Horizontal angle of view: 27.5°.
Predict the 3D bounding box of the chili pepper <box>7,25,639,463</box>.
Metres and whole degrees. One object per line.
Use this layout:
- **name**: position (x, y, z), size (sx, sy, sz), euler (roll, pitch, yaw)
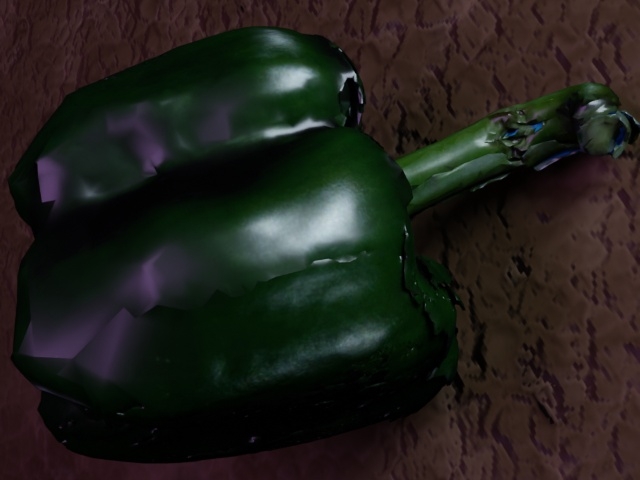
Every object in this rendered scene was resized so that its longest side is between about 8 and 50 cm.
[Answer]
- **chili pepper**: position (0.000, 0.000, 0.551), size (0.174, 0.261, 0.165), euler (-110, 8, -49)
